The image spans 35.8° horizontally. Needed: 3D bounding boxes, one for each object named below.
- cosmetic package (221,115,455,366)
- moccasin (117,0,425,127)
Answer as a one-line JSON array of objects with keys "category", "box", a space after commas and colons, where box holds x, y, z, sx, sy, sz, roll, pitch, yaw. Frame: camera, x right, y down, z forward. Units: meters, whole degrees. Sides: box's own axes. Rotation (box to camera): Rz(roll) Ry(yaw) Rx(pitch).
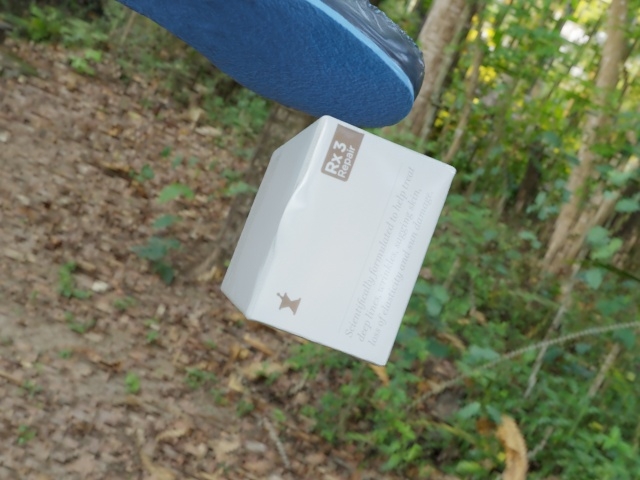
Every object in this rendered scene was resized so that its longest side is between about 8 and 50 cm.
[{"category": "cosmetic package", "box": [0.000, 0.000, 0.618, 0.085, 0.117, 0.231, 21, -1, -10]}, {"category": "moccasin", "box": [-0.063, -0.211, 0.726, 0.342, 0.117, 0.138, 31, -34, -14]}]
